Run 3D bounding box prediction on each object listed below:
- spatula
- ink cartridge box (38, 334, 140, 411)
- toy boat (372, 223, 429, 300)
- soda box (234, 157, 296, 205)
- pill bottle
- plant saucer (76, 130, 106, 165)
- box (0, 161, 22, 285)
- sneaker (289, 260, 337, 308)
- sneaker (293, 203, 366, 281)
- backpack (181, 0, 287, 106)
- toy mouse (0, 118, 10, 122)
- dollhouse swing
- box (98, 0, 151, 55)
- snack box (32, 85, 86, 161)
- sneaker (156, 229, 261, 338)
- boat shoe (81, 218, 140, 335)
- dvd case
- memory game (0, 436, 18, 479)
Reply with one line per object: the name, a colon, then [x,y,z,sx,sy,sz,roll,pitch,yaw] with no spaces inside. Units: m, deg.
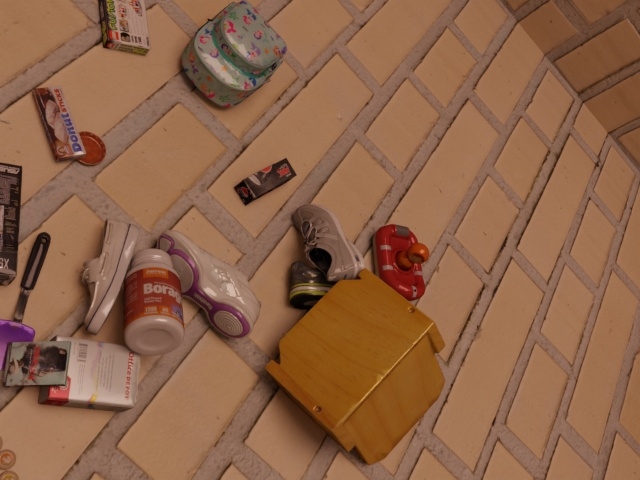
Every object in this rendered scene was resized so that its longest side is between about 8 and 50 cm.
spatula: [-0.595,0.115,1.483,0.084,0.030,0.296,22,59,-26]
ink cartridge box: [-0.462,0.271,1.488,0.175,0.072,0.127,15,61,-32]
toy boat: [0.244,0.054,2.078,0.151,0.151,0.231,10,64,-34]
soda box: [-0.143,-0.156,1.939,0.169,0.053,0.060,-34,93,-42]
pill bottle: [-0.353,0.124,1.559,0.121,0.121,0.216,18,37,-31]
plant saucer: [-0.532,-0.209,1.689,0.084,0.013,0.083,17,60,-32]
box: [-0.740,-0.050,1.415,0.308,0.076,0.242,8,66,-35]
sneaker: [0.047,0.110,1.935,0.300,0.111,0.121,8,62,-37]
sneaker: [0.000,0.000,1.882,0.115,0.105,0.281,-8,40,-34]
backpack: [-0.228,-0.486,1.942,0.225,0.191,0.253,47,55,-13]
toy mouse: [-0.752,-0.296,1.545,0.161,0.031,0.143,-26,87,-42]
dollhouse swing: [0.105,0.325,1.831,0.315,0.305,0.347,38,74,24]
box: [-0.497,-0.573,1.863,0.114,0.036,0.206,3,69,-37]
snack box: [-0.585,-0.262,1.654,0.064,0.022,0.178,-16,76,-33]
sneaker: [-0.259,0.090,1.725,0.305,0.114,0.152,49,30,-9]
boat shoe: [-0.462,0.070,1.567,0.088,0.096,0.267,22,61,-16]
dvd case: [-0.541,0.235,1.412,0.120,0.013,0.087,-2,67,3]
memory game: [-0.636,0.426,1.324,0.186,0.012,0.186,16,62,-31]
